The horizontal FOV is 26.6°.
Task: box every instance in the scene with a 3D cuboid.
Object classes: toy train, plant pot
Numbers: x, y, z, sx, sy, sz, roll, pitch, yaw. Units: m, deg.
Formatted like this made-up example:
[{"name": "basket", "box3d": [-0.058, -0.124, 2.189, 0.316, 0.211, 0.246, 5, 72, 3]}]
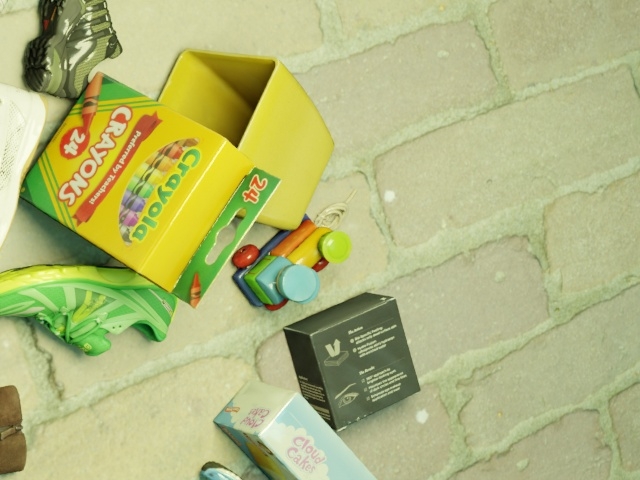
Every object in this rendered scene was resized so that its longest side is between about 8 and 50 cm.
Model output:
[{"name": "toy train", "box3d": [0.000, 0.000, 1.974, 0.248, 0.143, 0.105, -43, 112, -20]}, {"name": "plant pot", "box3d": [-0.109, -0.123, 1.882, 0.187, 0.212, 0.212, 34, 76, -43]}]

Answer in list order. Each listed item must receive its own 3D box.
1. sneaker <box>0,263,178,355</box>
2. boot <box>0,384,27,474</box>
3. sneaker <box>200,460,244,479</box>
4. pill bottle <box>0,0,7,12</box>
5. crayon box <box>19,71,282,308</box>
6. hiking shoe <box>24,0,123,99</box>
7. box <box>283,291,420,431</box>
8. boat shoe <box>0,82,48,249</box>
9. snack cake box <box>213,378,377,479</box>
[{"name": "sneaker", "box3d": [-0.325, 0.094, 1.819, 0.295, 0.109, 0.124, 3, 87, -29]}, {"name": "boot", "box3d": [-0.497, 0.211, 1.763, 0.207, 0.090, 0.248, -13, 98, -40]}, {"name": "sneaker", "box3d": [-0.126, 0.392, 1.974, 0.073, 0.063, 0.162, -41, 111, -17]}, {"name": "pill bottle", "box3d": [-0.489, -0.300, 1.665, 0.181, 0.181, 0.323, 31, 78, -27]}, {"name": "crayon box", "box3d": [-0.225, -0.071, 1.734, 0.202, 0.318, 0.081, -58, 144, -6]}, {"name": "hiking shoe", "box3d": [-0.318, -0.295, 1.828, 0.114, 0.086, 0.227, 21, 88, -42]}, {"name": "box", "box3d": [0.048, 0.180, 2.039, 0.156, 0.093, 0.158, -22, 104, -26]}, {"name": "boat shoe", "box3d": [-0.442, -0.074, 1.757, 0.096, 0.098, 0.277, 22, 73, -28]}, {"name": "snack cake box", "box3d": [-0.017, 0.328, 1.978, 0.089, 0.152, 0.264, -48, 113, -18]}]
